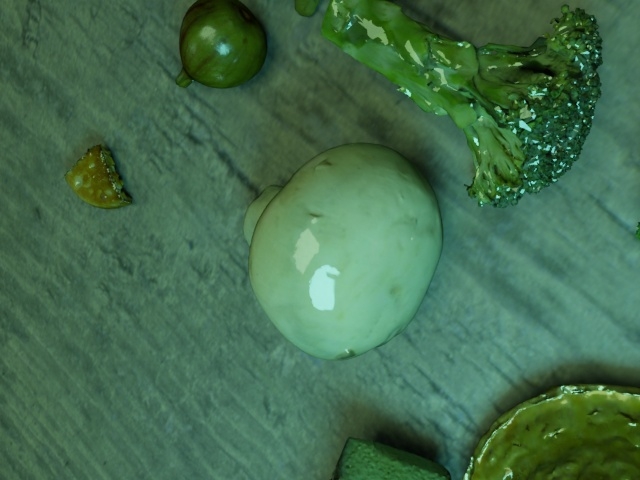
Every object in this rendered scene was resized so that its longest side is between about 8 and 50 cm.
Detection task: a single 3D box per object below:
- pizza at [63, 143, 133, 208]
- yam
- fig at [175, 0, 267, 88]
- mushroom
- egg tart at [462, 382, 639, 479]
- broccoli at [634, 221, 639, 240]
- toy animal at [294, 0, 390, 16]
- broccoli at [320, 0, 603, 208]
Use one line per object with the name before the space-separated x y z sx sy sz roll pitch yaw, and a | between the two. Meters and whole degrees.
pizza | -0.446 -0.130 1.215 0.178 0.041 0.130 7 102 26
yam | 0.080 0.449 0.931 0.203 0.201 0.271 13 111 -3
fig | -0.185 -0.318 1.002 0.186 0.142 0.148 -31 55 14
mushroom | 0.000 0.000 0.895 0.336 0.314 0.314 22 107 45
egg tart | 0.387 0.405 0.778 0.443 0.178 0.442 2 95 27
broccoli | 0.474 -0.068 0.661 0.270 0.270 0.270 -32 49 26
toy animal | -0.048 -0.439 0.905 0.363 0.181 0.180 25 98 21
broccoli | 0.182 -0.220 0.760 0.361 0.221 0.252 43 151 -8
